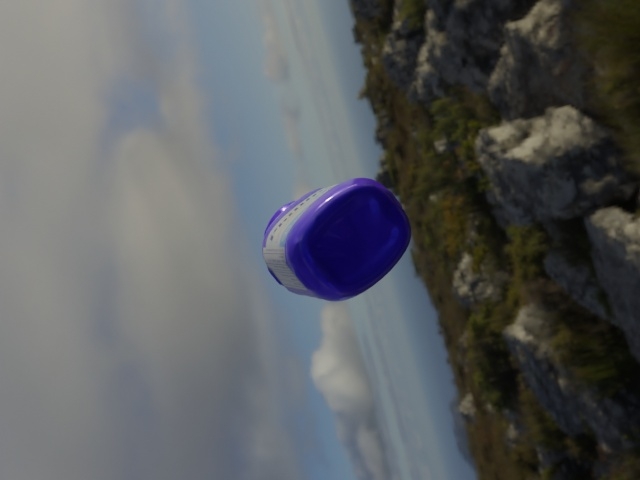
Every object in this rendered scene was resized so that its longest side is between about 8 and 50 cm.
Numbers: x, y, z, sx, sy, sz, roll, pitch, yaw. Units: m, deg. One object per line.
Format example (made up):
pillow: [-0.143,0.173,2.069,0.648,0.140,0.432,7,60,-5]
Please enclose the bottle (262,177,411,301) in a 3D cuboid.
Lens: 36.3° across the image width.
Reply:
bottle: [0.000,0.000,0.989,0.092,0.118,0.283,51,170,-8]
